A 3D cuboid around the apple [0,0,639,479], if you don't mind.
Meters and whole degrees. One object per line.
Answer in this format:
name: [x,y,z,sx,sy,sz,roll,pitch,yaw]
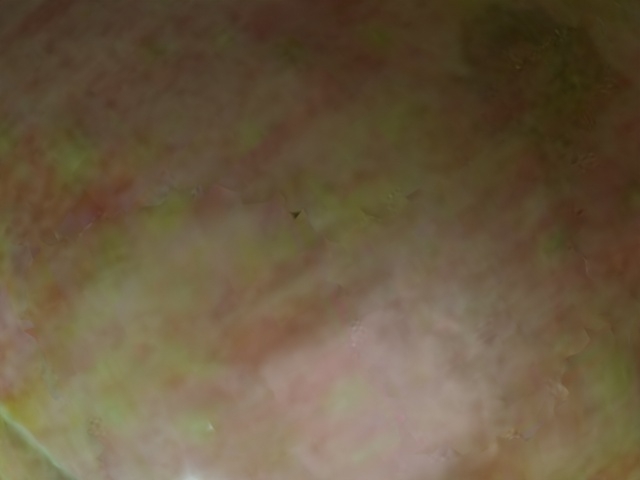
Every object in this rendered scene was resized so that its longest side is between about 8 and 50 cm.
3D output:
apple: [0.000,0.000,0.618,0.364,0.364,0.363,-6,114,-14]
